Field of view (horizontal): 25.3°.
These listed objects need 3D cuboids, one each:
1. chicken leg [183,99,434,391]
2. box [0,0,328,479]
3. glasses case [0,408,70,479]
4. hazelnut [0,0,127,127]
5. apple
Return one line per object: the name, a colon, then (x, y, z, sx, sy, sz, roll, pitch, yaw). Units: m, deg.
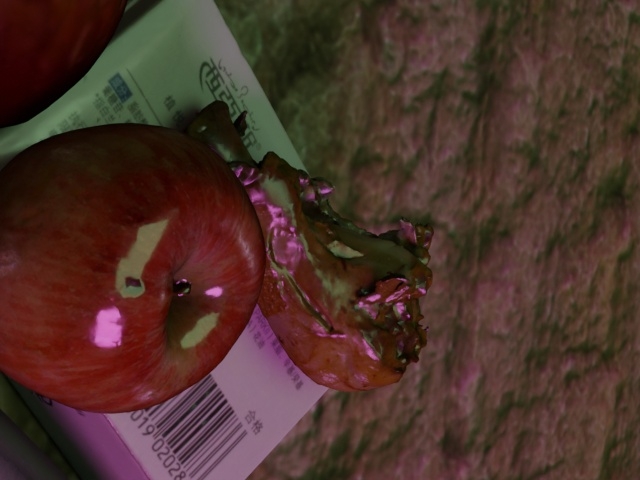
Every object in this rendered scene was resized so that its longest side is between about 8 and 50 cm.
chicken leg: (-0.003, 0.002, 0.823, 0.207, 0.101, 0.085, 54, 29, -22)
box: (-0.107, 0.006, 0.864, 0.203, 0.116, 0.274, -46, 122, -28)
glasses case: (-0.195, 0.135, 0.787, 0.083, 0.128, 0.308, -39, 122, -7)
hazelnut: (-0.203, -0.168, 0.692, 0.229, 0.229, 0.229, -5, 98, -44)
apple: (-0.106, 0.013, 0.705, 0.146, 0.131, 0.146, -24, 124, -42)
